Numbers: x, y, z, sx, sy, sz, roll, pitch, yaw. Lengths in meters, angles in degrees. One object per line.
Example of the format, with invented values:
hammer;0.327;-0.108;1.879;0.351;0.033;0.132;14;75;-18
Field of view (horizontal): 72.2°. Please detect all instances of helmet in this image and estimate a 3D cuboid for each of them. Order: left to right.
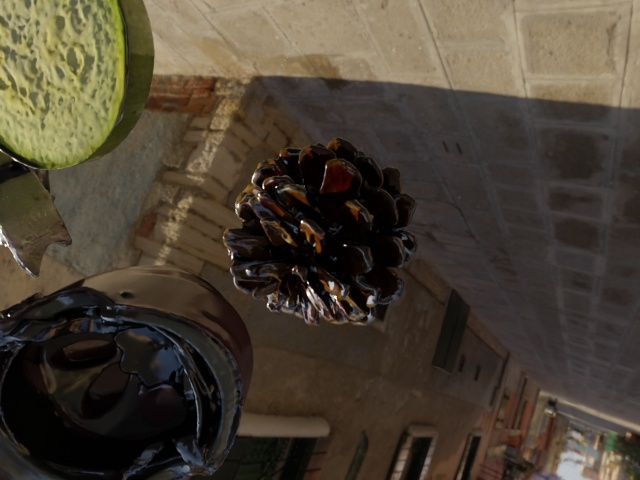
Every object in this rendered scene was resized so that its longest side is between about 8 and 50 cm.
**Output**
helmet;-0.239;0.158;0.543;0.197;0.339;0.270;-74;-40;-70

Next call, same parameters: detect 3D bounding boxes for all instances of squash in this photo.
squash;-0.284;-0.196;0.452;0.252;0.251;0.049;19;-159;14

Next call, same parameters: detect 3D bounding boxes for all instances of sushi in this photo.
sushi;-0.460;-0.083;0.638;0.135;0.272;0.109;-15;159;-32

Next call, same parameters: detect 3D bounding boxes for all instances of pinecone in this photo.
pinecone;0.000;0.000;0.878;0.398;0.397;0.397;21;169;4
